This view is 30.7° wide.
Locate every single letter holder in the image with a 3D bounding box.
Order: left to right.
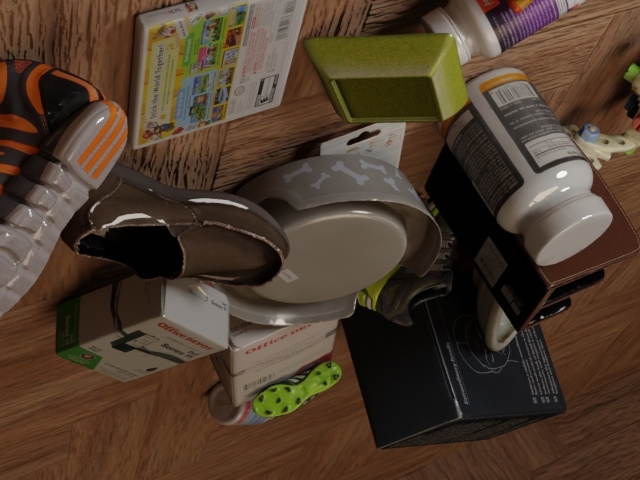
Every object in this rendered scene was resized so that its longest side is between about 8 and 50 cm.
[{"bbox_3d":[0.351,-0.040,1.910,0.214,0.302,0.152,-20,155,-23],"label":"letter holder"}]

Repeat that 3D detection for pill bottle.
[{"bbox_3d":[-0.148,0.329,2.345,0.087,0.087,0.160,-39,156,20],"label":"pill bottle"},{"bbox_3d":[0.230,-0.301,1.487,0.193,0.108,0.108,-32,157,3],"label":"pill bottle"},{"bbox_3d":[0.306,-0.110,1.746,0.162,0.278,0.162,-24,156,-11],"label":"pill bottle"}]

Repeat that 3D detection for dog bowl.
[{"bbox_3d":[0.000,0.000,1.741,0.349,0.102,0.348,-10,148,-6],"label":"dog bowl"}]

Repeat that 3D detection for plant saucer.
[{"bbox_3d":[0.086,-0.198,1.489,0.188,0.045,0.188,0,161,13],"label":"plant saucer"},{"bbox_3d":[0.377,0.011,2.182,0.400,0.101,0.400,-52,158,-32],"label":"plant saucer"}]

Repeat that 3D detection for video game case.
[{"bbox_3d":[-0.124,-0.207,1.369,0.206,0.026,0.227,-20,156,-23],"label":"video game case"}]

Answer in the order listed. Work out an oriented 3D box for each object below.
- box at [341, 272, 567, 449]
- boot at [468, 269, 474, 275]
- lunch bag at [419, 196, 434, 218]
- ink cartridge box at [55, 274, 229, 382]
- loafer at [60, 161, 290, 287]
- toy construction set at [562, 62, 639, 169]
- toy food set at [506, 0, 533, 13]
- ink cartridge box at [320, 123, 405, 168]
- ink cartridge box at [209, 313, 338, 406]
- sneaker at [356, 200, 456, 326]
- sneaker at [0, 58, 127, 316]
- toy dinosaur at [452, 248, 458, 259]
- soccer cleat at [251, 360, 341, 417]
[{"bbox_3d":[0.267,0.237,2.309,0.212,0.293,0.395,-28,157,35],"label":"box"},{"bbox_3d":[0.338,0.092,2.504,0.118,0.042,0.087,-35,163,15],"label":"boot"},{"bbox_3d":[0.141,-0.038,1.988,0.083,0.053,0.071,-31,157,27],"label":"lunch bag"},{"bbox_3d":[-0.256,0.124,1.691,0.208,0.086,0.153,-21,147,29],"label":"ink cartridge box"},{"bbox_3d":[-0.191,0.009,1.489,0.366,0.130,0.134,16,133,-37],"label":"loafer"},{"bbox_3d":[0.543,-0.223,1.957,0.215,0.151,0.327,-43,178,-41],"label":"toy construction set"},{"bbox_3d":[0.203,-0.357,1.339,0.104,0.111,0.232,-39,150,23],"label":"toy food set"},{"bbox_3d":[0.049,-0.124,1.732,0.145,0.045,0.179,-22,149,-16],"label":"ink cartridge box"},{"bbox_3d":[-0.084,0.158,2.035,0.207,0.117,0.283,-23,157,-15],"label":"ink cartridge box"},{"bbox_3d":[0.201,0.030,2.057,0.300,0.121,0.111,-49,160,-4],"label":"sneaker"},{"bbox_3d":[-0.355,-0.048,1.193,0.321,0.180,0.124,-53,162,-14],"label":"sneaker"},{"bbox_3d":[0.223,0.040,2.245,0.090,0.047,0.082,-2,145,-47],"label":"toy dinosaur"},{"bbox_3d":[-0.043,0.273,2.106,0.179,0.060,0.072,-25,173,-15],"label":"soccer cleat"}]
